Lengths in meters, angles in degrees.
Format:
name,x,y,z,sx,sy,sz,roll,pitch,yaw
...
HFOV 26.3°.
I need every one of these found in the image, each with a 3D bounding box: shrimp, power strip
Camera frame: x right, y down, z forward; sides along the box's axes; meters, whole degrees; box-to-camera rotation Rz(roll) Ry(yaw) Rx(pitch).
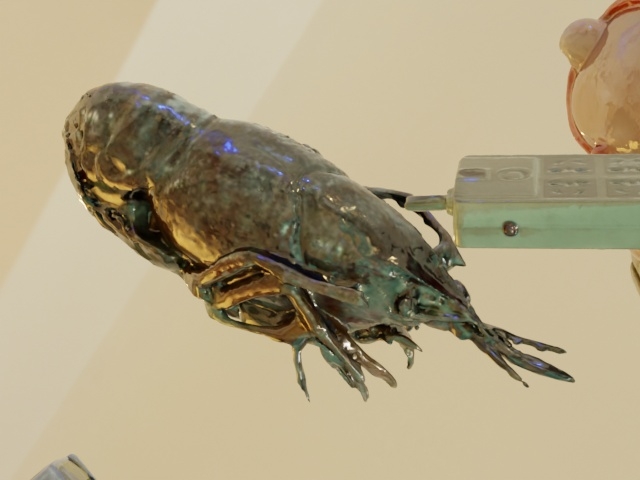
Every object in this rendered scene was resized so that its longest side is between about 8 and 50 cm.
name,x,y,z,sx,sy,sz,roll,pitch,yaw
shrimp,-0.002,-0.001,0.908,0.372,0.172,0.137,33,-49,6
power strip,0.096,-0.013,0.456,0.136,0.051,0.019,1,-65,10

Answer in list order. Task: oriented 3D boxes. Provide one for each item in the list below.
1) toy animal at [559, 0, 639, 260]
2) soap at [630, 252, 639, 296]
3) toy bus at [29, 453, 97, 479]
name,x,y,z,sx,sy,sz,roll,pitch,yaw
toy animal,0.250,-0.077,0.923,0.171,0.171,0.198,-3,-55,40
soap,0.351,0.100,1.145,0.173,0.089,0.274,65,2,-66
toy bus,-0.209,0.212,0.832,0.190,0.075,0.064,-40,-95,-3
